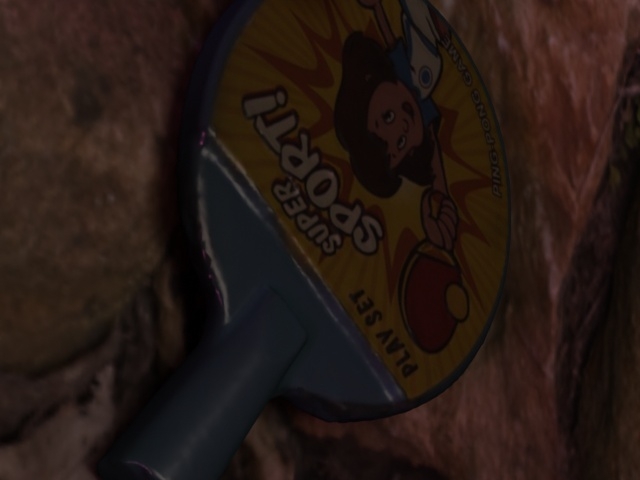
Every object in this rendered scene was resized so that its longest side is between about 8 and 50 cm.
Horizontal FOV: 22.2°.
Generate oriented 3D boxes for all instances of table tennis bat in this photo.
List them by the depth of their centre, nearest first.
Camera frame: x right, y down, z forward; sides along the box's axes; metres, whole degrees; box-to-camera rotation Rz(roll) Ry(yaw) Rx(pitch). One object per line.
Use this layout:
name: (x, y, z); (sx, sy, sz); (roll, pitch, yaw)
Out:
table tennis bat: (0.000, 0.000, 0.758); (0.215, 0.044, 0.329); (55, 45, -22)
